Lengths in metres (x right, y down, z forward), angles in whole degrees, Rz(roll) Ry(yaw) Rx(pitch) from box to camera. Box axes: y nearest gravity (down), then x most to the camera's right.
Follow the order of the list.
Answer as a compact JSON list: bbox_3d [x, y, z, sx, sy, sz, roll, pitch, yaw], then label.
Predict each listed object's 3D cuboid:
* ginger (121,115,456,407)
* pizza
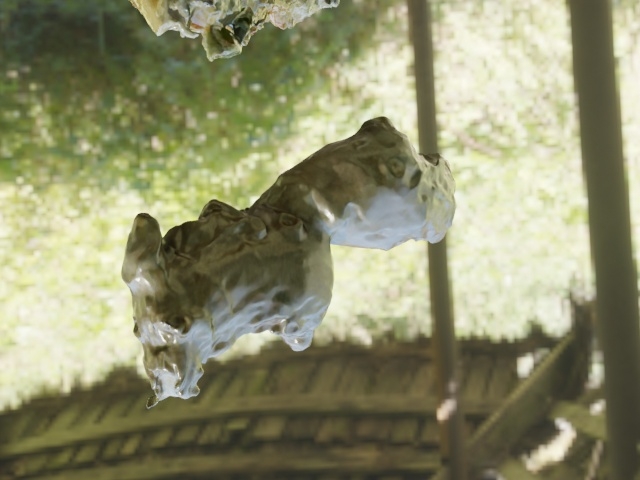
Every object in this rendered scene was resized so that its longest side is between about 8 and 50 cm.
[{"bbox_3d":[-0.001,0.001,0.848,0.084,0.122,0.290,-5,-163,45],"label":"ginger"},{"bbox_3d":[-0.060,-0.164,0.797,0.052,0.185,0.195,-36,149,30],"label":"pizza"}]
